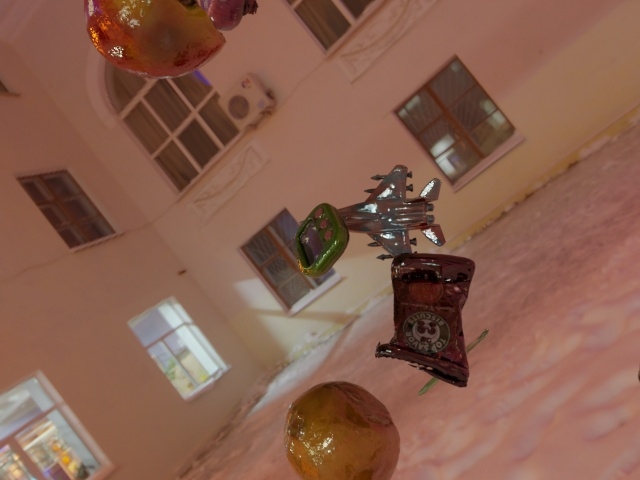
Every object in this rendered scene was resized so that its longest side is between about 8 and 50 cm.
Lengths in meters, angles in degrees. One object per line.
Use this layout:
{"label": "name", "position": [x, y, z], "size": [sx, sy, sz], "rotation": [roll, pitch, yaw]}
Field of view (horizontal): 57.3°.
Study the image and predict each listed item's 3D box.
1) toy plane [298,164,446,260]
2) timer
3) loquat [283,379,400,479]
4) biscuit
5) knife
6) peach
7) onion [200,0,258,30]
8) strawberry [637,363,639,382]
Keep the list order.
{"label": "toy plane", "position": [0.110, -0.050, 1.309], "size": [0.326, 0.223, 0.104], "rotation": [-5, -5, 22]}
{"label": "timer", "position": [0.000, 0.000, 1.164], "size": [0.128, 0.047, 0.140], "rotation": [-51, 36, 23]}
{"label": "loquat", "position": [0.037, 0.334, 0.982], "size": [0.176, 0.187, 0.234], "rotation": [-38, -42, 25]}
{"label": "biscuit", "position": [0.178, 0.123, 0.980], "size": [0.063, 0.151, 0.235], "rotation": [86, -166, -49]}
{"label": "knife", "position": [0.281, 0.260, 1.245], "size": [0.207, 0.014, 0.030], "rotation": [-46, 0, 12]}
{"label": "peach", "position": [-0.180, -0.229, 0.622], "size": [0.118, 0.151, 0.151], "rotation": [-51, -3, 7]}
{"label": "onion", "position": [-0.153, -0.412, 0.988], "size": [0.115, 0.104, 0.115], "rotation": [-166, 90, -72]}
{"label": "strawberry", "position": [0.486, 0.180, 0.794], "size": [0.106, 0.106, 0.106], "rotation": [-38, -1, -1]}
